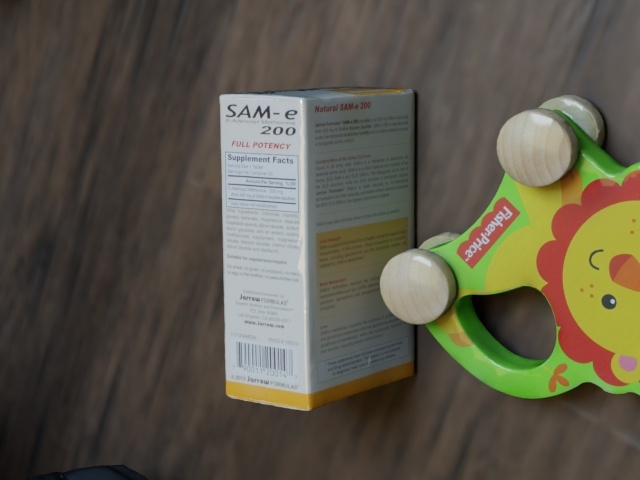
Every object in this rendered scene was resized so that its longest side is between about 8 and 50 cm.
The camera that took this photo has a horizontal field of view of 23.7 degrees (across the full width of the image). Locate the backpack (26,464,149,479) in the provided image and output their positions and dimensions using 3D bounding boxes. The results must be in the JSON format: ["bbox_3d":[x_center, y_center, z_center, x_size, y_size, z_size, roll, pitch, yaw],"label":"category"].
[{"bbox_3d":[-0.066,0.166,0.524,0.182,0.152,0.115,39,121,32],"label":"backpack"}]

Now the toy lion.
[{"bbox_3d":[0.081,0.012,0.463,0.096,0.034,0.100,47,121,12],"label":"toy lion"}]

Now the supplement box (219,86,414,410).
[{"bbox_3d":[0.000,0.000,0.497,0.036,0.062,0.098,5,99,37],"label":"supplement box"}]
